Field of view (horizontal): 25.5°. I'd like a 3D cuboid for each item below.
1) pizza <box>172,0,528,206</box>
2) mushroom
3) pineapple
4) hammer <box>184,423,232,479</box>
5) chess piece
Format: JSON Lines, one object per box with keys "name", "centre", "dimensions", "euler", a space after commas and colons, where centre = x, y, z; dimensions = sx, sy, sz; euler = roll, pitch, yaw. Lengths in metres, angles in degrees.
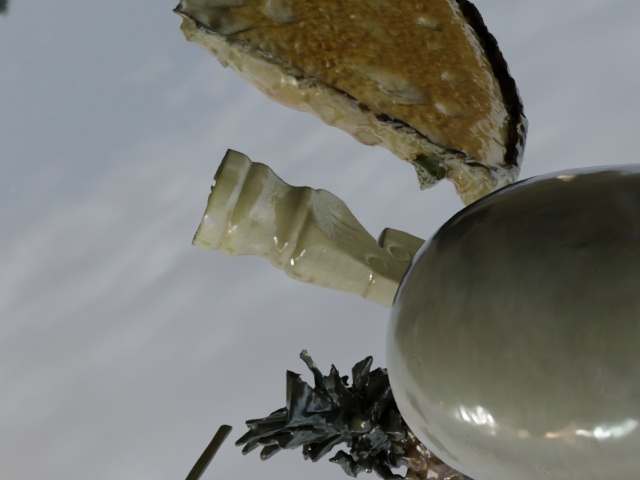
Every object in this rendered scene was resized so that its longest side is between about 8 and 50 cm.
{"name": "pizza", "centre": [0.089, -0.171, 1.523], "dimensions": [0.435, 0.392, 0.080], "euler": [-18, 144, -43]}
{"name": "mushroom", "centre": [0.146, 0.082, 0.557], "dimensions": [0.243, 0.243, 0.243], "euler": [-31, -161, 12]}
{"name": "pineapple", "centre": [0.086, 0.194, 1.452], "dimensions": [0.340, 0.169, 0.169], "euler": [8, -157, -2]}
{"name": "hammer", "centre": [-0.153, 0.277, 1.570], "dimensions": [0.062, 0.013, 0.199], "euler": [-16, -152, 40]}
{"name": "chess piece", "centre": [0.000, 0.000, 1.166], "dimensions": [0.090, 0.200, 0.090], "euler": [-158, -90, -86]}
